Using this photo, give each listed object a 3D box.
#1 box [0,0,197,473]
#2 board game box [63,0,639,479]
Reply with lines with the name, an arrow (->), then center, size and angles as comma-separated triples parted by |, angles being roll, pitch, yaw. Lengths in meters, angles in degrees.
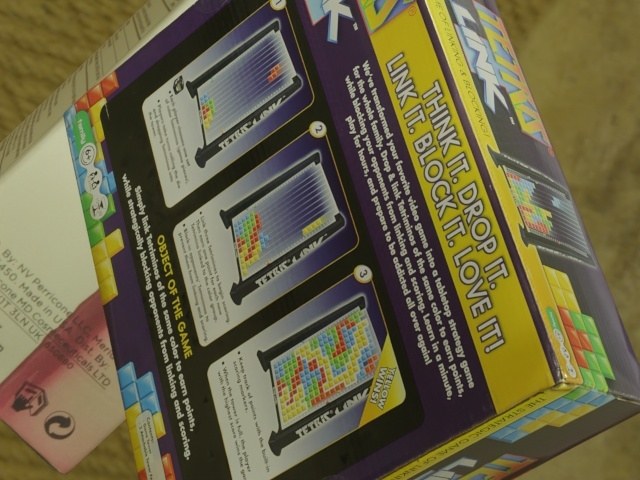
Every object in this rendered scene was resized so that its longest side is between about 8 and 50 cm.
box -> -0.089, -0.023, 0.761 | 0.232, 0.148, 0.127 | -43, 105, 3
board game box -> 0.000, 0.000, 0.438 | 0.141, 0.170, 0.048 | -33, 148, 29
